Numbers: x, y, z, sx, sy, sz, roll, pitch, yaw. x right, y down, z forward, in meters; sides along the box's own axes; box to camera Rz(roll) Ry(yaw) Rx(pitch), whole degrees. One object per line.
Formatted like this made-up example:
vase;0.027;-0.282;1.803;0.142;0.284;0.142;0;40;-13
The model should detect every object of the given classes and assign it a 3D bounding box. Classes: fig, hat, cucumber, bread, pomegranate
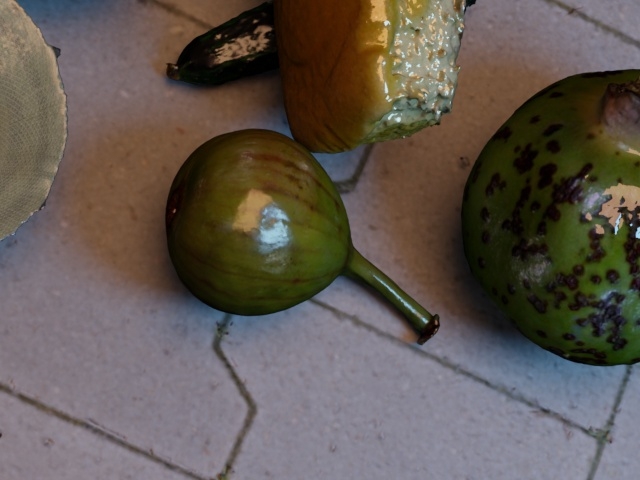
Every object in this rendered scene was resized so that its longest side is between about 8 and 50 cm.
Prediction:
fig;0.000;0.000;1.428;0.259;0.151;0.151;15;70;-25
hat;-0.327;-0.089;1.378;0.252;0.110;0.252;8;71;-24
cucumber;0.004;-0.193;1.524;0.293;0.067;0.068;-21;80;-19
bread;0.030;-0.193;1.413;0.121;0.174;0.246;-4;82;-34
pomegranate;0.243;-0.031;1.437;0.254;0.270;0.254;6;43;-5
